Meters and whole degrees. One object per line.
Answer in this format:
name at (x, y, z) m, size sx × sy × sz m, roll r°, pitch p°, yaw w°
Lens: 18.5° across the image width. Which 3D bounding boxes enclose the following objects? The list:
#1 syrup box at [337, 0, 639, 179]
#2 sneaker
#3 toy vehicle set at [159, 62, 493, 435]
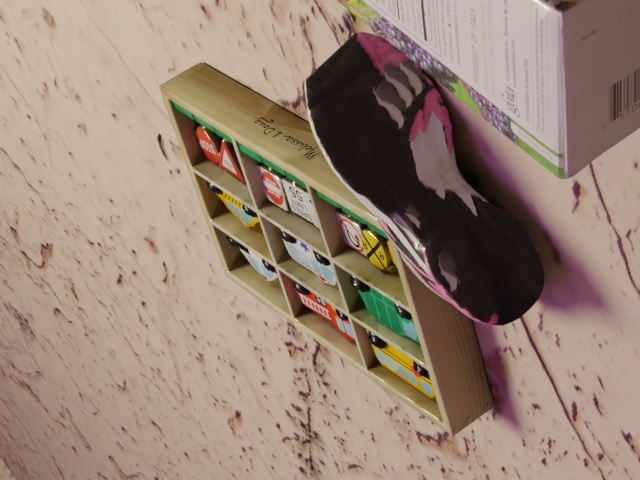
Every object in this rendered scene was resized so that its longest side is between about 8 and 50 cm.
syrup box at (0.057, -0.141, 0.829) m, size 0.237 × 0.093 × 0.096 m, roll 42°, pitch 156°, yaw 35°
sneaker at (0.048, -0.025, 1.066) m, size 0.178 × 0.072 × 0.077 m, roll 60°, pitch 171°, yaw 8°
toy vehicle set at (0.000, 0.000, 1.254) m, size 0.267 × 0.035 × 0.166 m, roll 32°, pitch 148°, yaw 49°
